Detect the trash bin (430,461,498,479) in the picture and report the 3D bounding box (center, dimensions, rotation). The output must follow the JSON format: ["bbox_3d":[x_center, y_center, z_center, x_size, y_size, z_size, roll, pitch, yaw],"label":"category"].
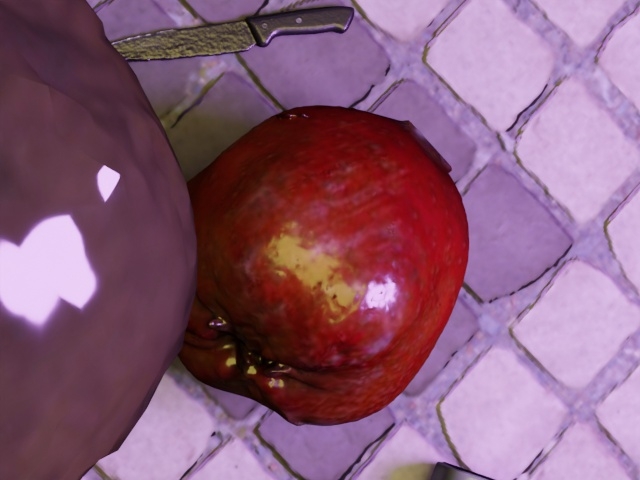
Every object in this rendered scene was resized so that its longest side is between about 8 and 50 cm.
[{"bbox_3d":[0.108,0.221,1.048,0.116,0.059,0.130,20,86,-9],"label":"trash bin"}]

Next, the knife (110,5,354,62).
[{"bbox_3d":[-0.060,-0.130,1.043,0.170,0.010,0.023,-9,85,-11],"label":"knife"}]

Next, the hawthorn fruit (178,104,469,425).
[{"bbox_3d":[0.000,0.000,0.976,0.185,0.185,0.202,38,60,-9],"label":"hawthorn fruit"}]

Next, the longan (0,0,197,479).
[{"bbox_3d":[-0.293,-0.017,0.809,0.404,0.404,0.436,-48,113,-9],"label":"longan"}]
